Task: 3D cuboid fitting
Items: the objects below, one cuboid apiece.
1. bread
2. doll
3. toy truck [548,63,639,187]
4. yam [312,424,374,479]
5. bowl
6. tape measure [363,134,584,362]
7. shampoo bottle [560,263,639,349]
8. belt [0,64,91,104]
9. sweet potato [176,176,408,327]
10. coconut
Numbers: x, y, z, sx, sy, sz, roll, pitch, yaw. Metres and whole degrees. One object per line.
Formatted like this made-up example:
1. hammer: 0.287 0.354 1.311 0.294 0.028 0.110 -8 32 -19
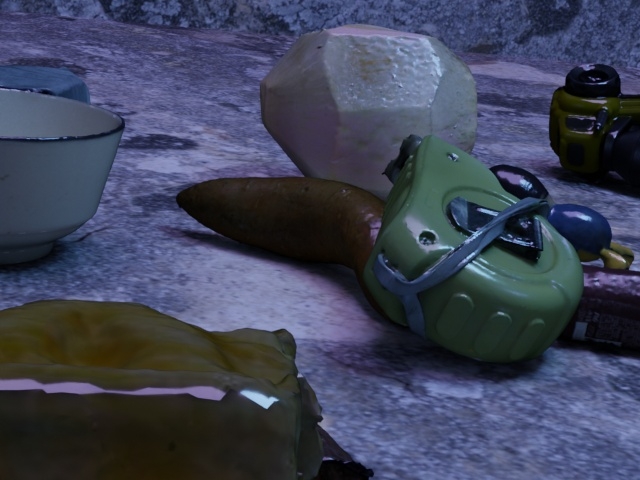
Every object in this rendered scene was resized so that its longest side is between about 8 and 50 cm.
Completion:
1. bread: -0.122 0.119 0.481 0.252 0.196 0.238 8 10 -3
2. doll: 0.212 -0.009 1.369 0.179 0.089 0.102 33 20 9
3. toy truck: 0.395 -0.127 1.817 0.224 0.147 0.165 8 36 19
4. yam: -0.025 0.121 0.742 0.079 0.079 0.141 2 13 -18
5. bowl: -0.287 -0.055 1.219 0.237 0.126 0.238 6 14 -1
6. tape measure: 0.117 0.012 1.096 0.175 0.106 0.200 27 29 -1
7. shampoo bottle: 0.311 0.062 1.143 0.236 0.067 0.068 7 5 4
8. belt: -0.370 -0.121 1.469 0.260 0.122 0.325 1 11 7
9. sweet potato: 0.007 -0.003 1.264 0.108 0.079 0.346 -35 35 -25
10. coconut: 0.046 -0.135 1.542 0.236 0.197 0.237 3 15 -1
